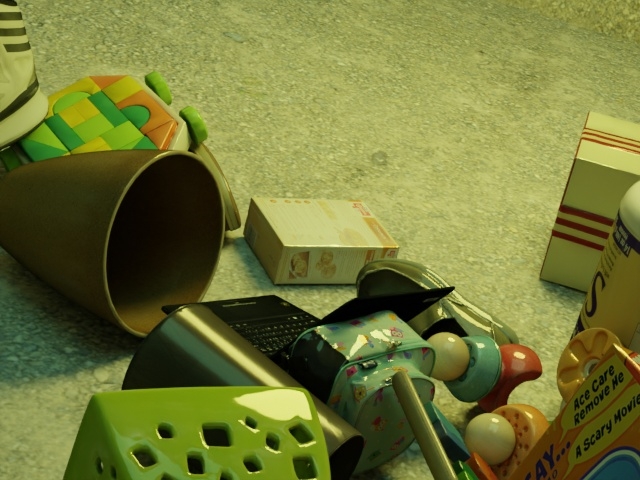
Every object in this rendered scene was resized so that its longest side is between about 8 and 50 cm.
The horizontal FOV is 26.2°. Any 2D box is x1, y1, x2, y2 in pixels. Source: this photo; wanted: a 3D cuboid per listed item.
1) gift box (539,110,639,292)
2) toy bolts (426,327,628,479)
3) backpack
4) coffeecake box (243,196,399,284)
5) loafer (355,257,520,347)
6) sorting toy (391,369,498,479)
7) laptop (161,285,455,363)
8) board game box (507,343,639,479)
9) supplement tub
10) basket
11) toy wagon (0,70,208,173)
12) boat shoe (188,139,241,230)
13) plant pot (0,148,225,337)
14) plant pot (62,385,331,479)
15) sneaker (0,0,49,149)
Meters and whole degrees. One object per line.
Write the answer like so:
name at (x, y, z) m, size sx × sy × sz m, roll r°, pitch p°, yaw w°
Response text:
gift box at (0.513, -0.057, 2.170) m, size 0.258 × 0.255 × 0.276 m, roll 18°, pitch 33°, yaw 10°
toy bolts at (0.230, 0.167, 1.646) m, size 0.158 × 0.218 × 0.228 m, roll 23°, pitch 11°, yaw -36°
backpack at (0.051, 0.173, 1.595) m, size 0.144 × 0.166 × 0.188 m, roll 32°, pitch 33°, yaw 29°
coffeecake box at (0.000, 0.000, 2.007) m, size 0.185 × 0.068 × 0.142 m, roll 1°, pitch 30°, yaw -25°
loafer at (0.148, 0.104, 1.855) m, size 0.251 × 0.094 × 0.087 m, roll 27°, pitch 25°, yaw 23°
sorting toy at (0.173, 0.287, 1.412) m, size 0.041 × 0.229 × 0.307 m, roll -32°, pitch 33°, yaw 5°
laptop at (-0.015, 0.074, 1.716) m, size 0.264 × 0.136 × 0.234 m, roll 26°, pitch 16°, yaw 32°
board game box at (0.321, 0.365, 1.054) m, size 0.356 × 0.356 × 0.356 m, roll 23°, pitch 22°, yaw -27°
supplement tub at (0.450, 0.109, 1.733) m, size 0.241 × 0.331 × 0.241 m, roll 12°, pitch 27°, yaw -6°
basket at (-0.079, 0.198, 1.484) m, size 0.227 × 0.204 × 0.154 m, roll 33°, pitch 70°, yaw 22°
toy wagon at (-0.296, -0.122, 1.967) m, size 0.267 × 0.068 × 0.344 m, roll -31°, pitch 44°, yaw -16°
boat shoe at (-0.240, -0.105, 2.067) m, size 0.123 × 0.123 × 0.342 m, roll -31°, pitch 51°, yaw -15°
plant pot at (-0.294, -0.017, 1.761) m, size 0.254 × 0.237 × 0.237 m, roll 12°, pitch 23°, yaw 30°
plant pot at (-0.106, 0.283, 1.258) m, size 0.227 × 0.228 × 0.207 m, roll 2°, pitch 35°, yaw -27°
sneaker at (-0.548, -0.195, 1.824) m, size 0.169 × 0.257 × 0.447 m, roll 14°, pitch 39°, yaw 24°
